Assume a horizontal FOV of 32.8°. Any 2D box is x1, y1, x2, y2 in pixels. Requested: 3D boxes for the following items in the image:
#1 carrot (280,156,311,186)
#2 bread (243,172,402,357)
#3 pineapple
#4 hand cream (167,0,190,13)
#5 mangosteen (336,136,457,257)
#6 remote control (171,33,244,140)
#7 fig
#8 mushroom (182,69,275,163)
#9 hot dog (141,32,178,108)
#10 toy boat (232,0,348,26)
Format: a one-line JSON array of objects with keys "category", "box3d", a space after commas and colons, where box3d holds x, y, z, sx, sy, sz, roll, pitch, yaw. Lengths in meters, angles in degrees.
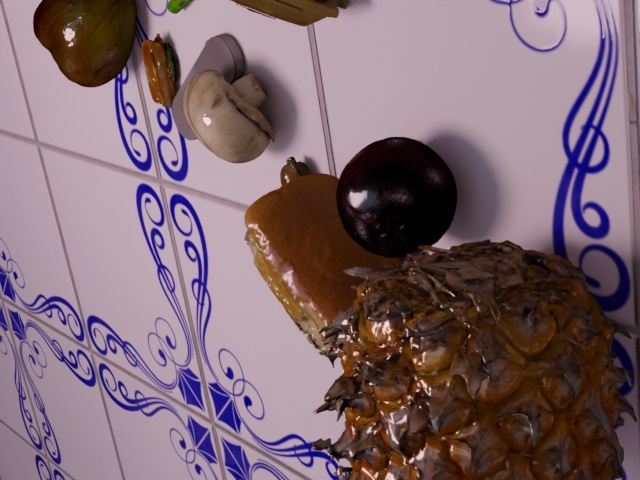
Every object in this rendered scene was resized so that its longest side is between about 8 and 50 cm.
[{"category": "carrot", "box3d": [0.000, 0.000, 1.561, 0.049, 0.049, 0.254, -6, 110, 55]}, {"category": "bread", "box3d": [0.009, 0.033, 1.442, 0.245, 0.174, 0.121, 57, 142, 13]}, {"category": "pineapple", "box3d": [0.159, 0.166, 1.166, 0.352, 0.352, 0.300, 16, 121, 50]}, {"category": "hand cream", "box3d": [-0.193, -0.371, 1.607, 0.122, 0.023, 0.036, -29, 74, 55]}, {"category": "mangosteen", "box3d": [0.092, -0.057, 1.316, 0.152, 0.152, 0.153, 32, 134, 40]}, {"category": "remote control", "box3d": [-0.176, -0.233, 1.673, 0.077, 0.022, 0.245, 58, 147, 8]}, {"category": "fig", "box3d": [-0.349, -0.359, 1.750, 0.274, 0.145, 0.170, -27, 93, 40]}, {"category": "mushroom", "box3d": [-0.129, -0.185, 1.560, 0.154, 0.122, 0.154, 44, 179, 1]}, {"category": "hot dog", "box3d": [-0.253, -0.270, 1.746, 0.056, 0.041, 0.133, 34, 143, 40]}, {"category": "toy boat", "box3d": [-0.073, -0.331, 1.343, 0.226, 0.068, 0.088, 23, 123, 5]}]
